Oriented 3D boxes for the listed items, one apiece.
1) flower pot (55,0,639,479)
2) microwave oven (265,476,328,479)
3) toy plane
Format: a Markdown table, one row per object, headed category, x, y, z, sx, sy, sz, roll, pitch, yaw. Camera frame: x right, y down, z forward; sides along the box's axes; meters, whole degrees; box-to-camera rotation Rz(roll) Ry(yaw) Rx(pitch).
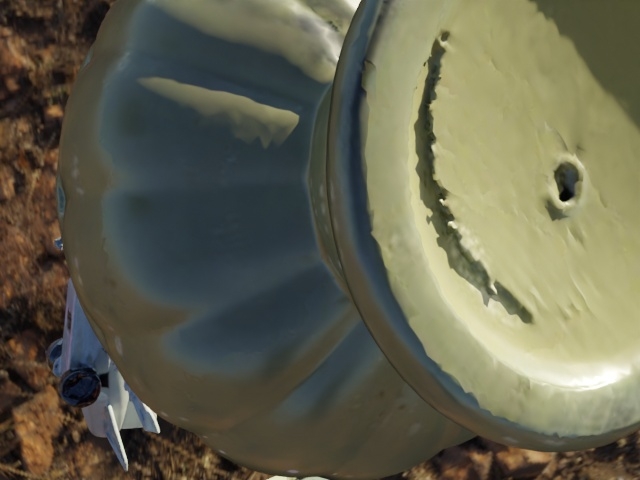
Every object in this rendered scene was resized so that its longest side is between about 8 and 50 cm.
| category | x | y | z | sx | sy | sz | roll | pitch | yaw |
| --- | --- | --- | --- | --- | --- | --- | --- | --- | --- |
| flower pot | 0.046 | -0.025 | 0.479 | 0.307 | 0.244 | 0.308 | -1 | 92 | -28 |
| microwave oven | -0.039 | 0.312 | 0.862 | 0.194 | 0.145 | 0.240 | 24 | 23 | 38 |
| toy plane | -0.211 | 0.086 | 0.999 | 0.101 | 0.251 | 0.255 | -6 | 109 | -22 |
